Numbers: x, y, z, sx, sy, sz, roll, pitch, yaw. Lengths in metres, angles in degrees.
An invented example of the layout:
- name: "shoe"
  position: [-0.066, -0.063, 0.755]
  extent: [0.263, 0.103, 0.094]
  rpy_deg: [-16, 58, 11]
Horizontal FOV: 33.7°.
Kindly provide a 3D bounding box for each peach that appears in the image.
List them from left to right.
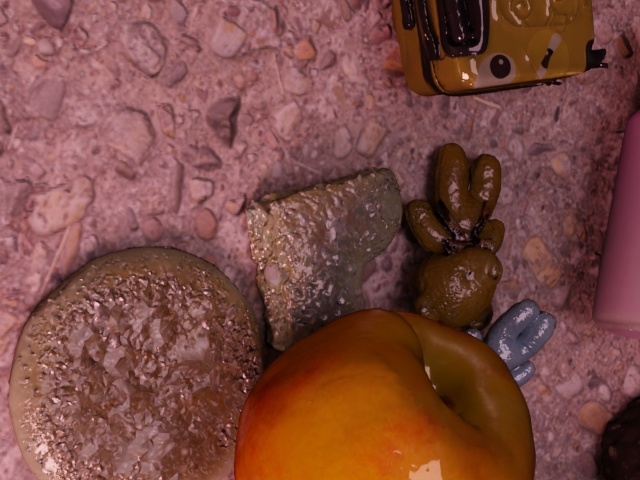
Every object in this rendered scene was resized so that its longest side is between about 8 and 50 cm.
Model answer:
- name: "peach"
  position: [0.051, 0.229, 0.988]
  extent: [0.289, 0.289, 0.308]
  rpy_deg: [11, 126, -31]

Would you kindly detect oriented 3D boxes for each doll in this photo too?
- name: "doll"
  position: [0.160, -0.004, 1.159]
  extent: [0.137, 0.097, 0.209]
  rpy_deg: [12, 79, -37]
- name: "doll"
  position: [0.180, 0.138, 1.175]
  extent: [0.120, 0.075, 0.180]
  rpy_deg: [38, 90, -16]

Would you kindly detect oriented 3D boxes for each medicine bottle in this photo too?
- name: "medicine bottle"
  position: [0.466, -0.064, 1.269]
  extent: [0.219, 0.219, 0.388]
  rpy_deg: [15, 83, -30]

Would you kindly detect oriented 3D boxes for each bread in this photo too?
- name: "bread"
  position: [-0.162, 0.135, 0.999]
  extent: [0.267, 0.040, 0.267]
  rpy_deg: [-1, 91, -31]
- name: "bread"
  position: [0.000, 0.000, 1.080]
  extent: [0.172, 0.064, 0.232]
  rpy_deg: [39, 71, -28]

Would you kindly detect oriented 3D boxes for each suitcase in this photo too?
- name: "suitcase"
  position: [0.183, -0.255, 1.136]
  extent: [0.235, 0.143, 0.194]
  rpy_deg: [-11, 98, -31]

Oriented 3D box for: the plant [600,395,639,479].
- name: "plant"
  position: [0.471, 0.282, 1.279]
  extent: [0.204, 0.234, 0.178]
  rpy_deg: [-36, 114, -31]
